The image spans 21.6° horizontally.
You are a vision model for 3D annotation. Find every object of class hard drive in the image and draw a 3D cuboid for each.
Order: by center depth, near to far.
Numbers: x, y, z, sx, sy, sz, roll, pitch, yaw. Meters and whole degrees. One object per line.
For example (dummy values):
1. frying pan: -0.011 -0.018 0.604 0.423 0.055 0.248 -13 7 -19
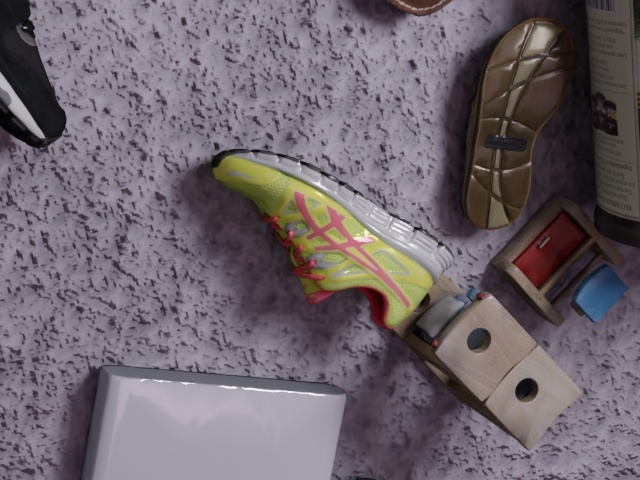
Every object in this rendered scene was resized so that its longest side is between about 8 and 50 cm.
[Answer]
1. hard drive: -0.104 0.260 1.361 0.203 0.040 0.307 7 99 -23

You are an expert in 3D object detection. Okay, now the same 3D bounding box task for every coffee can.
1. coffee can: 0.315 -0.148 1.345 0.202 0.201 0.275 -11 106 -19

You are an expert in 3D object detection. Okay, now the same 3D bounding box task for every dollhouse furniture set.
1. dollhouse furniture set: 0.165 0.045 1.370 0.183 0.129 0.129 -46 114 -5

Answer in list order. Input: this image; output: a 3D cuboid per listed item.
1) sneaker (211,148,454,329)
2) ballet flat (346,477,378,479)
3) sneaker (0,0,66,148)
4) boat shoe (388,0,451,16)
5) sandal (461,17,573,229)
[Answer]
1. sneaker: 0.000 0.000 1.305 0.208 0.081 0.094 30 87 -12
2. ballet flat: 0.045 0.342 1.410 0.095 0.096 0.280 -3 104 -32
3. sneaker: -0.239 -0.200 1.167 0.124 0.107 0.283 -39 114 -16
4. boat shoe: 0.132 -0.291 1.226 0.123 0.116 0.324 20 125 -17
5. sandal: 0.153 -0.098 1.378 0.072 0.049 0.180 9 106 -15
